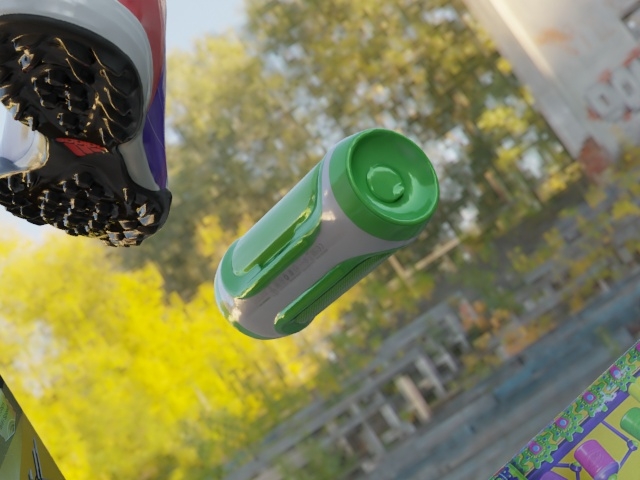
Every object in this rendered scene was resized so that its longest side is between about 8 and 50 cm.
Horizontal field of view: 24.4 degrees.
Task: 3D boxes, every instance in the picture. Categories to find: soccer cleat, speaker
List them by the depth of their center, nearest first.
[{"bbox_3d":[-0.127,-0.088,0.827,0.109,0.116,0.318,12,-21,-2],"label":"soccer cleat"},{"bbox_3d":[0.000,0.000,1.532,0.131,0.131,0.296,-26,-10,-39],"label":"speaker"}]

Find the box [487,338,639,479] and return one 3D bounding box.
[{"bbox_3d":[0.297,0.190,0.931,0.290,0.279,0.177,-40,-29,-12],"label":"box"}]

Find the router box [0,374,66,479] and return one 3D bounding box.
[{"bbox_3d":[-0.353,0.308,1.501,0.081,0.243,0.308,-15,32,15],"label":"router box"}]
